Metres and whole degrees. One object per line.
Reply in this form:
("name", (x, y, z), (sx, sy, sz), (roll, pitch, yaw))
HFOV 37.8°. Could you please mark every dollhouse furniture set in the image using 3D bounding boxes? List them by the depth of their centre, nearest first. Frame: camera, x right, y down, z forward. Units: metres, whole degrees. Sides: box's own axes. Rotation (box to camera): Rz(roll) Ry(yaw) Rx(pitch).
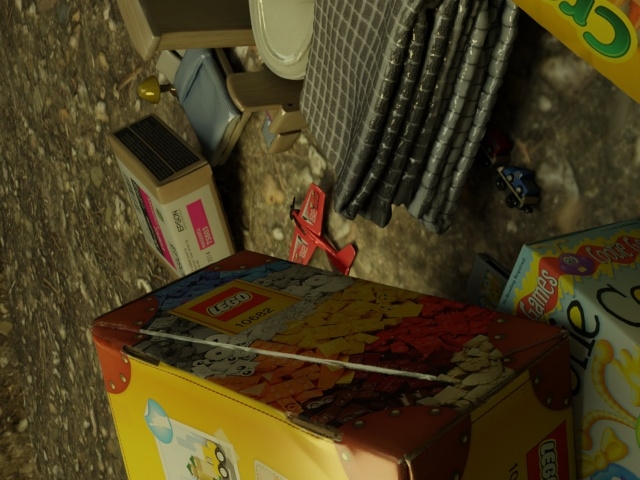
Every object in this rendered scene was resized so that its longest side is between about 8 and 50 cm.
("dollhouse furniture set", (-0.182, -0.197, 1.271), (0.303, 0.198, 0.286), (-52, 56, 51))

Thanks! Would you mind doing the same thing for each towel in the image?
("towel", (0.066, -0.177, 0.925), (0.235, 0.121, 0.284), (-118, 35, -47))

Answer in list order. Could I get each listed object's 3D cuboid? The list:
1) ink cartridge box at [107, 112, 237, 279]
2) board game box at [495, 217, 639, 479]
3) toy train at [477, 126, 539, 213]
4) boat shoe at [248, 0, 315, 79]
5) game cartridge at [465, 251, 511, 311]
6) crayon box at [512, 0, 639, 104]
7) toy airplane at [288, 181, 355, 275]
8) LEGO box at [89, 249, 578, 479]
("ink cartridge box", (-0.217, -0.046, 1.408), (0.193, 0.088, 0.235), (41, 152, 46))
("board game box", (0.269, 0.126, 0.713), (0.275, 0.142, 0.144), (48, 136, 39))
("toy train", (0.168, -0.092, 0.917), (0.036, 0.027, 0.158), (-51, 55, 36))
("boat shoe", (-0.031, -0.317, 0.996), (0.136, 0.156, 0.367), (26, 131, 12))
("game cartridge", (0.181, 0.056, 0.950), (0.083, 0.017, 0.056), (44, 137, 43))
("crayon box", (0.182, -0.286, 0.588), (0.363, 0.106, 0.313), (45, 156, 18))
("toy airplane", (0.000, 0.000, 1.203), (0.151, 0.028, 0.151), (26, 122, 52))
("LEGO box", (0.023, 0.297, 0.819), (0.372, 0.193, 0.500), (13, 119, 44))
